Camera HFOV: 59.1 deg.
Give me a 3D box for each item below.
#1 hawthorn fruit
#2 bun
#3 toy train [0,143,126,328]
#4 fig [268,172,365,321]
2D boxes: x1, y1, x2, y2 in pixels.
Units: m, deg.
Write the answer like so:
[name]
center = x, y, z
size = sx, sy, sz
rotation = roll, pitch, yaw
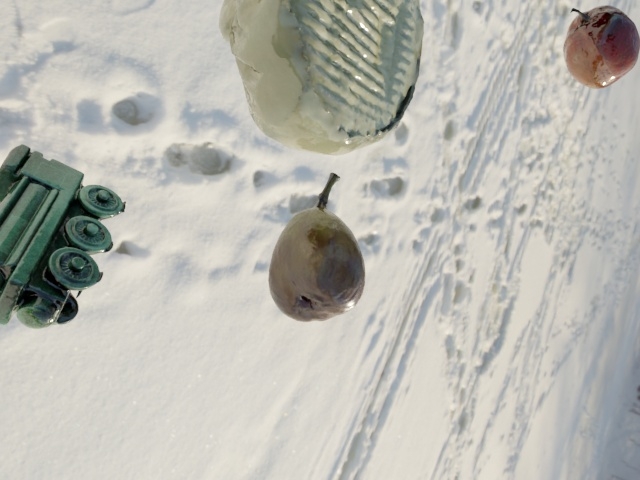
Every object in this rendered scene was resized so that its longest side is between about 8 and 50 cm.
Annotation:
[hawthorn fruit]
center = 0.596, -0.433, 1.221
size = 0.194, 0.157, 0.157
rotation = 40, 69, -30
[bun]
center = -0.004, -0.303, 0.823
size = 0.359, 0.211, 0.360
rotation = -16, 112, -48
[toy train]
center = -0.235, -0.003, 0.475
size = 0.111, 0.170, 0.071
rotation = 25, 123, -21
[fig]
center = -0.001, -0.001, 0.967
size = 0.145, 0.170, 0.274
rotation = 28, 55, -34
